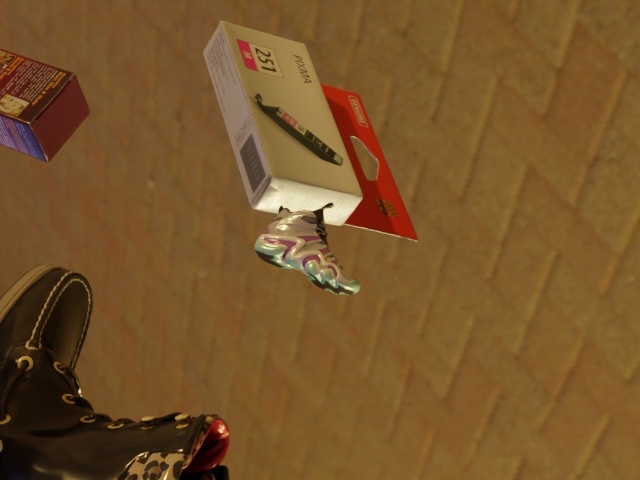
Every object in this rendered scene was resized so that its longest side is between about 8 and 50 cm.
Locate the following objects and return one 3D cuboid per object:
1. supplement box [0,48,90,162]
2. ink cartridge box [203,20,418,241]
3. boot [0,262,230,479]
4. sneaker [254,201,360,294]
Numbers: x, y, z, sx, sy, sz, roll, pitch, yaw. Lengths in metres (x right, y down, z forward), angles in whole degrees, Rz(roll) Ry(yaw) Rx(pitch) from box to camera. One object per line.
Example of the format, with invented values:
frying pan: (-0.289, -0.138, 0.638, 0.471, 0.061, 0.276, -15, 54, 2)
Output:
supplement box: (-0.423, -0.191, 1.947, 0.188, 0.104, 0.081, 21, 149, 25)
ink cartridge box: (-0.002, -0.131, 1.724, 0.060, 0.239, 0.275, -54, 40, 35)
boot: (-0.224, 0.188, 1.419, 0.284, 0.377, 0.138, 1, 137, 21)
sneaker: (0.000, 0.000, 1.212, 0.098, 0.069, 0.038, 26, 164, 12)
